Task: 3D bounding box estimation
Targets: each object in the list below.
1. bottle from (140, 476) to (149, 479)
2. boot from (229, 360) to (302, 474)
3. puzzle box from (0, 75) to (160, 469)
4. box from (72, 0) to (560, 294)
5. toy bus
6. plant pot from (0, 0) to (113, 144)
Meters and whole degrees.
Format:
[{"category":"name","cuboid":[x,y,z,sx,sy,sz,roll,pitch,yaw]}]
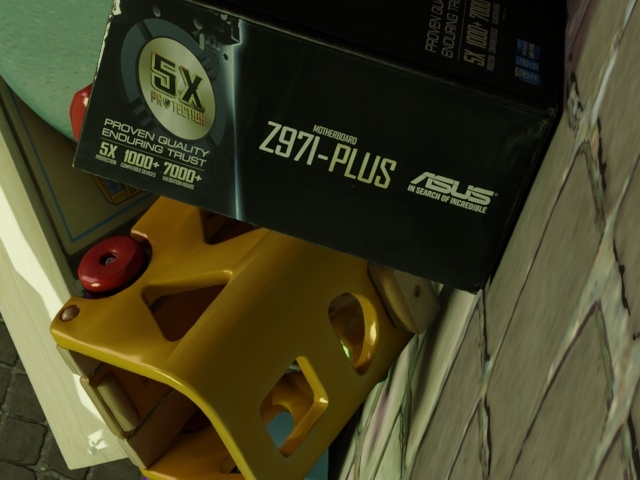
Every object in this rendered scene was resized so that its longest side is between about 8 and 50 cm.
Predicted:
[{"category":"bottle","cuboid":[-0.103,0.246,1.297,0.118,0.092,0.283,114,173,-57]},{"category":"boot","cuboid":[-0.038,0.116,0.917,0.263,0.091,0.229,-74,2,-60]},{"category":"puzzle box","cuboid":[-0.128,-0.112,1.070,0.272,0.052,0.409,-37,-71,-56]},{"category":"box","cuboid":[0.006,-0.079,0.694,0.180,0.147,0.077,-76,5,-57]},{"category":"toy bus","cuboid":[-0.005,0.012,0.754,0.191,0.104,0.202,-1,-77,-49]},{"category":"plant pot","cuboid":[-0.032,-0.159,0.973,0.252,0.247,0.247,71,-155,-44]}]
